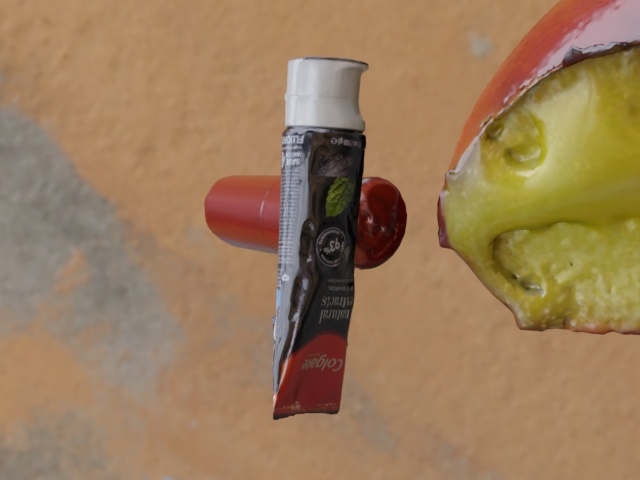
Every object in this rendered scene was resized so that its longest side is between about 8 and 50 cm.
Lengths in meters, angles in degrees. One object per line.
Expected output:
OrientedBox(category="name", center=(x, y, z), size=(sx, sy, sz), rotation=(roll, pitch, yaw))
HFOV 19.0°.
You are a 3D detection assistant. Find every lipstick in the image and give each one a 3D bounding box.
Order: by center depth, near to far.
OrientedBox(category="lipstick", center=(-0.016, -0.019, 1.555), size=(0.073, 0.073, 0.279), rotation=(-59, 22, -10))

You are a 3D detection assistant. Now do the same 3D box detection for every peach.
OrientedBox(category="peach", center=(0.240, -0.068, 1.304), size=(0.338, 0.281, 0.281), rotation=(-33, 13, -8))

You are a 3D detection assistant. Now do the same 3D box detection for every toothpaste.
OrientedBox(category="toothpaste", center=(0.000, 0.000, 1.034), size=(0.045, 0.071, 0.194), rotation=(3, 88, 30))
